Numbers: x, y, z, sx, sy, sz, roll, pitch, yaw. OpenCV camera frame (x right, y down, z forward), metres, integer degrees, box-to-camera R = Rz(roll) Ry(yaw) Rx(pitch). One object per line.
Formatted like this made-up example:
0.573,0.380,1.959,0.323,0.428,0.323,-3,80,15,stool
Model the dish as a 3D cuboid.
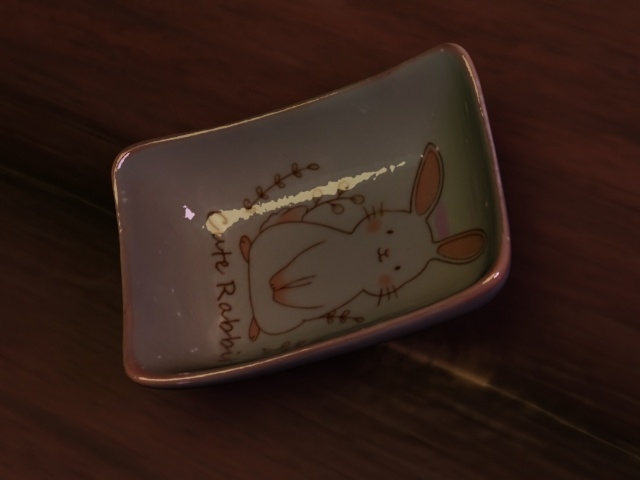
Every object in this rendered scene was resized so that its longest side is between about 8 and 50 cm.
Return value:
0.000,0.000,0.926,0.212,0.077,0.151,-17,58,16,dish
